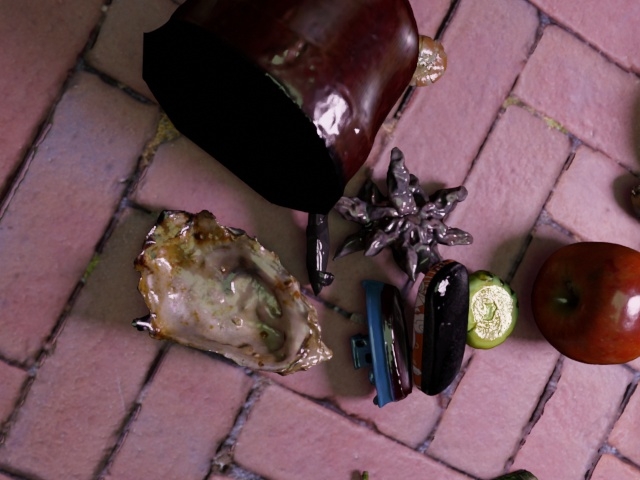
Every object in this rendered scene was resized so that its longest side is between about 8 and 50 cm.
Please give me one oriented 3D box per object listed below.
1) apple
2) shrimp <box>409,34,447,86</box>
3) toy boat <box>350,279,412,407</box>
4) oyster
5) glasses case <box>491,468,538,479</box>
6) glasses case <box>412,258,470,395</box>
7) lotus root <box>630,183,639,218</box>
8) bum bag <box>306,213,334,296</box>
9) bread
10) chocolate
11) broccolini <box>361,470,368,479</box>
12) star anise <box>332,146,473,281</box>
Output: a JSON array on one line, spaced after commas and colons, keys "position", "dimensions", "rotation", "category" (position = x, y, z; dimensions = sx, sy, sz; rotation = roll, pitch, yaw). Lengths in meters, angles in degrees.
[{"position": [0.501, 0.111, 1.302], "dimensions": [0.230, 0.230, 0.230], "rotation": [-1, 94, -13], "category": "apple"}, {"position": [0.138, -0.328, 1.274], "dimensions": [0.184, 0.043, 0.091], "rotation": [19, 93, -14], "category": "shrimp"}, {"position": [0.100, 0.179, 1.279], "dimensions": [0.097, 0.100, 0.223], "rotation": [-7, 90, 24], "category": "toy boat"}, {"position": [-0.133, 0.088, 1.215], "dimensions": [0.361, 0.096, 0.221], "rotation": [20, 84, -13], "category": "oyster"}, {"position": [0.279, 0.514, 1.347], "dimensions": [0.272, 0.062, 0.095], "rotation": [-16, 96, -11], "category": "glasses case"}, {"position": [0.207, 0.153, 1.255], "dimensions": [0.103, 0.067, 0.266], "rotation": [-30, 130, -38], "category": "glasses case"}, {"position": [0.654, -0.057, 1.385], "dimensions": [0.165, 0.088, 0.088], "rotation": [34, 86, -19], "category": "lotus root"}, {"position": [0.000, 0.000, 1.224], "dimensions": [0.049, 0.087, 0.197], "rotation": [0, 104, -1], "category": "bum bag"}, {"position": [0.292, 0.125, 1.321], "dimensions": [0.130, 0.071, 0.139], "rotation": [-43, 103, -4], "category": "bread"}, {"position": [-0.031, -0.284, 1.111], "dimensions": [0.384, 0.384, 0.331], "rotation": [40, 68, -12], "category": "chocolate"}, {"position": [0.094, 0.512, 1.318], "dimensions": [0.052, 0.054, 0.194], "rotation": [-19, 96, 8], "category": "broccolini"}, {"position": [0.148, -0.028, 1.262], "dimensions": [0.283, 0.129, 0.212], "rotation": [22, 75, -21], "category": "star anise"}]
